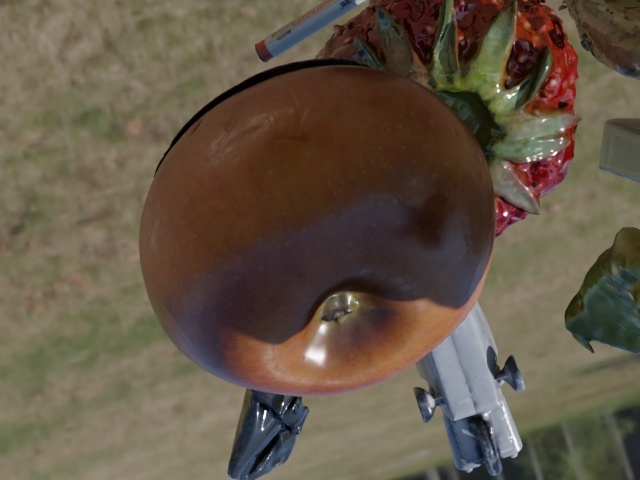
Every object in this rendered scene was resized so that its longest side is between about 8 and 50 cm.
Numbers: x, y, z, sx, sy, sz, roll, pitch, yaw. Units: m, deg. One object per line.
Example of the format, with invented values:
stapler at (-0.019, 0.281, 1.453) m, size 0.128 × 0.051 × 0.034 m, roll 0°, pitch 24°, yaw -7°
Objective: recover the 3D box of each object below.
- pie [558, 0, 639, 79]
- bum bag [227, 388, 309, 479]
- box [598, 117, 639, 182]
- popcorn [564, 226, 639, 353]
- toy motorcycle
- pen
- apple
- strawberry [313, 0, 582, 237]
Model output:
pie at (0.404, -0.253, 1.602) m, size 0.339 × 0.077 × 0.339 m, roll -1°, pitch -148°, yaw 1°
bum bag at (-0.034, 0.118, 1.462) m, size 0.060 × 0.248 × 0.123 m, roll 11°, pitch -168°, yaw 16°
box at (0.602, -0.091, 1.970) m, size 0.373 × 0.090 × 0.367 m, roll -2°, pitch -163°, yaw -37°
popcorn at (0.325, 0.047, 0.902) m, size 0.290 × 0.326 × 0.321 m, roll -20°, pitch -167°, yaw -5°
toy motorcycle at (0.144, 0.116, 1.614) m, size 0.110 × 0.260 × 0.171 m, roll -19°, pitch -175°, yaw 4°
pen at (0.025, -0.265, 1.686) m, size 0.239 × 0.028 × 0.028 m, roll -29°, pitch 164°, yaw 26°
apple at (0.000, 0.000, 1.148) m, size 0.272 × 0.251 × 0.206 m, roll -11°, pitch -148°, yaw -8°
strawberry at (0.132, -0.148, 1.531) m, size 0.292 × 0.292 × 0.343 m, roll -18°, pitch -165°, yaw 13°
